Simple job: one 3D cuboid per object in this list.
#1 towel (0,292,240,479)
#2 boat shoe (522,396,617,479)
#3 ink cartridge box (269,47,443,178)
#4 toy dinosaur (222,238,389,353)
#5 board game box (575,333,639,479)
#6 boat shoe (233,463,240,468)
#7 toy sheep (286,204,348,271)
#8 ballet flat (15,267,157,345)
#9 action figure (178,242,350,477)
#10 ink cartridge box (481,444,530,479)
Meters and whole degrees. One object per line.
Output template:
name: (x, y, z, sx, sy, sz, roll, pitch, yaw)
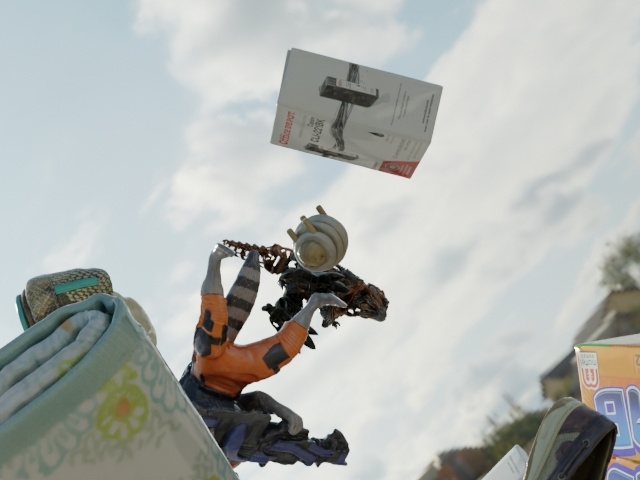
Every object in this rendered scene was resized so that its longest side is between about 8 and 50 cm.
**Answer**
towel: (-0.234, 0.260, 0.897, 0.374, 0.090, 0.320, -37, -51, -16)
boat shoe: (0.310, 0.349, 1.528, 0.103, 0.092, 0.285, 13, -85, -39)
ink cartridge box: (0.055, -0.219, 2.066, 0.197, 0.273, 0.114, 111, 173, -73)
toy dinosaur: (-0.028, 0.086, 2.180, 0.218, 0.322, 0.164, -85, 0, -67)
board game box: (0.650, 0.306, 1.774, 0.356, 0.356, 0.356, -8, -2, -19)
boat shoe: (-0.179, 0.347, 1.956, 0.096, 0.088, 0.267, -60, -11, -11)
toy sheep: (0.000, 0.000, 1.734, 0.091, 0.091, 0.132, -55, -5, 32)
ballet flat: (-0.341, 0.188, 1.849, 0.182, 0.164, 0.482, -18, -29, -11)
action figure: (-0.099, 0.197, 1.594, 0.341, 0.178, 0.330, 24, -84, -40)
ink cartridge box: (0.357, 0.637, 2.265, 0.384, 0.279, 0.160, -48, 7, 6)
